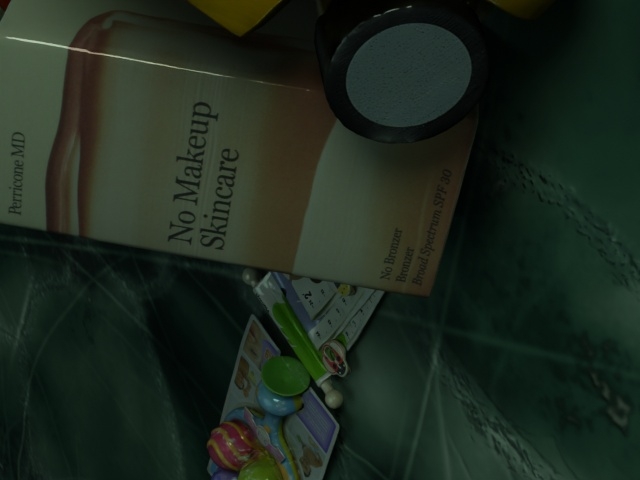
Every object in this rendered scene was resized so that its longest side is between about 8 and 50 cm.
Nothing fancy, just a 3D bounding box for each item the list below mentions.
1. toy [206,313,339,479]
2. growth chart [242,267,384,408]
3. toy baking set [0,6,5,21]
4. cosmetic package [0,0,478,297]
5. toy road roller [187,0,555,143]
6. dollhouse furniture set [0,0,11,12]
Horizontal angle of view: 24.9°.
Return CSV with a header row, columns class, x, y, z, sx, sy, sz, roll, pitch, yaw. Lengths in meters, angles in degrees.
class,x,y,z,sx,sy,sz,roll,pitch,yaw
toy,-0.062,0.193,1.293,0.137,0.056,0.237,50,140,29
growth chart,0.000,0.000,1.150,0.172,0.021,0.237,50,139,28
toy baking set,-0.329,-0.312,1.433,0.197,0.030,0.256,40,135,36
cosmetic package,-0.056,-0.077,0.946,0.129,0.296,0.153,-83,2,-53
toy road roller,0.016,-0.238,0.781,0.240,0.330,0.202,-43,34,26
dollhouse furniture set,-0.228,-0.214,1.175,0.135,0.262,0.259,19,152,50
